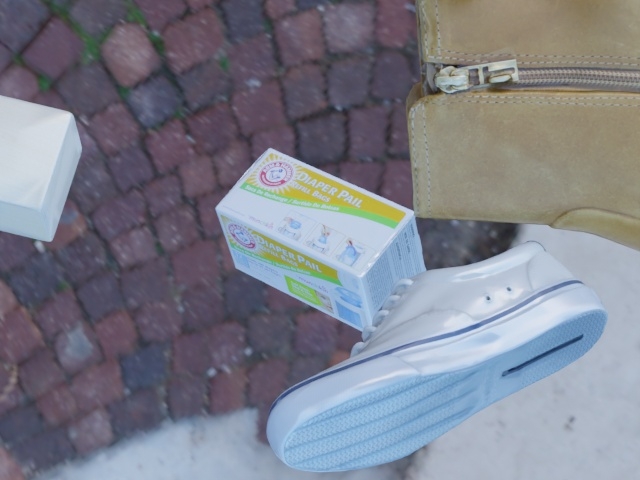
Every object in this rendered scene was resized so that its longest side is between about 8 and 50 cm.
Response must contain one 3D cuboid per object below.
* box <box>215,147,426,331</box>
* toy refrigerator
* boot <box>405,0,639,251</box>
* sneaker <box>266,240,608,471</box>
[{"bbox_3d":[0.000,0.000,1.724,0.103,0.203,0.114,-50,147,-26],"label":"box"},{"bbox_3d":[-0.368,-0.086,1.453,0.269,0.094,0.102,13,69,3],"label":"toy refrigerator"},{"bbox_3d":[0.153,-0.024,0.800,0.211,0.104,0.295,-10,99,5],"label":"boot"},{"bbox_3d":[0.067,0.075,1.051,0.258,0.091,0.094,-19,140,-27],"label":"sneaker"}]
